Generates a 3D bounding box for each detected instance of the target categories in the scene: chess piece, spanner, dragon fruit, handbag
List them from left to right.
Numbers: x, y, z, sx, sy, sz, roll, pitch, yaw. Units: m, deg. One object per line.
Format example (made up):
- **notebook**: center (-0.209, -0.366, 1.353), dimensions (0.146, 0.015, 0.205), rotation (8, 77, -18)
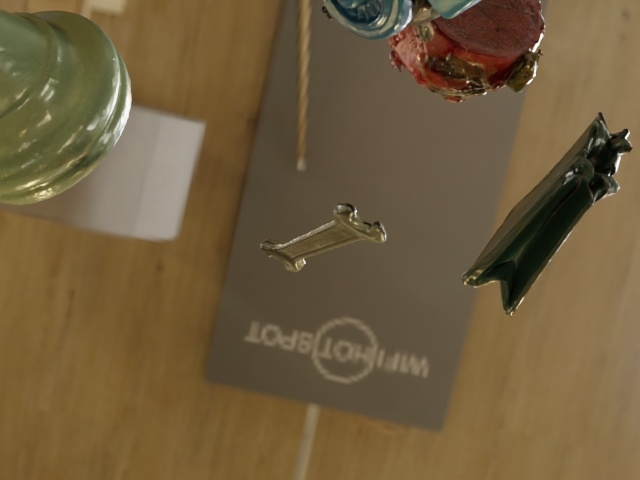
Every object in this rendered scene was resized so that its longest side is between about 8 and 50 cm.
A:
- **chess piece**: center (-0.314, -0.178, 1.110), dimensions (0.194, 0.195, 0.299), rotation (18, 162, 32)
- **spanner**: center (0.000, 0.000, 1.567), dimensions (0.071, 0.017, 0.302), rotation (35, 159, -13)
- **dragon fruit**: center (0.174, -0.284, 1.687), dimensions (0.211, 0.147, 0.282), rotation (-22, -113, -35)
- **handbag**: center (0.330, -0.044, 1.818), dimensions (0.089, 0.238, 0.326), rotation (40, -150, 4)

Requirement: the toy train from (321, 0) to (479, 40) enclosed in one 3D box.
- **toy train**: center (0.071, -0.340, 1.094), dimensions (0.188, 0.300, 0.265), rotation (-35, -179, -32)
